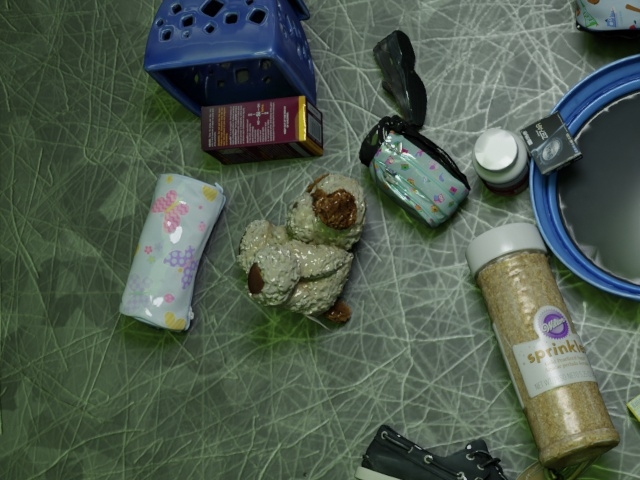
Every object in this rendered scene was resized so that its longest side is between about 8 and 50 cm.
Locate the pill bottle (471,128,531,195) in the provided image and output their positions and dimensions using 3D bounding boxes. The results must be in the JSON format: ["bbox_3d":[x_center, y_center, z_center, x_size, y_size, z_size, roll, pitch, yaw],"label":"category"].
[{"bbox_3d":[0.282,-0.124,1.591,0.086,0.152,0.086,-3,79,16],"label":"pill bottle"}]

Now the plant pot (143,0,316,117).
[{"bbox_3d":[-0.142,-0.349,1.723,0.236,0.236,0.212,-3,74,17],"label":"plant pot"}]

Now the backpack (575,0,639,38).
[{"bbox_3d":[0.501,-0.411,1.511,0.263,0.276,0.213,-5,120,34],"label":"backpack"}]

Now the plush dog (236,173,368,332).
[{"bbox_3d":[0.000,0.000,1.643,0.210,0.262,0.225,25,100,-14],"label":"plush dog"}]

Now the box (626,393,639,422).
[{"bbox_3d":[0.548,0.284,1.499,0.105,0.043,0.179,-38,70,7],"label":"box"}]

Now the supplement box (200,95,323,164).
[{"bbox_3d":[-0.099,-0.187,1.744,0.188,0.104,0.081,-4,79,16],"label":"supplement box"}]

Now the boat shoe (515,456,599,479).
[{"bbox_3d":[0.342,0.356,1.532,0.068,0.072,0.190,44,95,19],"label":"boat shoe"}]

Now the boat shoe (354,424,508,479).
[{"bbox_3d":[0.213,0.350,1.534,0.340,0.127,0.113,6,70,40],"label":"boat shoe"}]

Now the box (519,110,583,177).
[{"bbox_3d":[0.353,-0.148,1.563,0.067,0.018,0.083,-27,67,14],"label":"box"}]

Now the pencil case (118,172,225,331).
[{"bbox_3d":[-0.254,0.020,1.751,0.124,0.113,0.273,14,85,9],"label":"pencil case"}]

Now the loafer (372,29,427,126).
[{"bbox_3d":[0.134,-0.265,1.717,0.061,0.062,0.170,-22,70,35],"label":"loafer"}]

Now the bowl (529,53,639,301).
[{"bbox_3d":[0.514,-0.092,1.532,0.391,0.077,0.391,-6,73,22],"label":"bowl"}]

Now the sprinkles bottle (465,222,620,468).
[{"bbox_3d":[0.325,0.151,1.515,0.121,0.121,0.355,-22,64,12],"label":"sprinkles bottle"}]

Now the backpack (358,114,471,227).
[{"bbox_3d":[0.151,-0.108,1.645,0.182,0.152,0.115,41,99,7],"label":"backpack"}]
